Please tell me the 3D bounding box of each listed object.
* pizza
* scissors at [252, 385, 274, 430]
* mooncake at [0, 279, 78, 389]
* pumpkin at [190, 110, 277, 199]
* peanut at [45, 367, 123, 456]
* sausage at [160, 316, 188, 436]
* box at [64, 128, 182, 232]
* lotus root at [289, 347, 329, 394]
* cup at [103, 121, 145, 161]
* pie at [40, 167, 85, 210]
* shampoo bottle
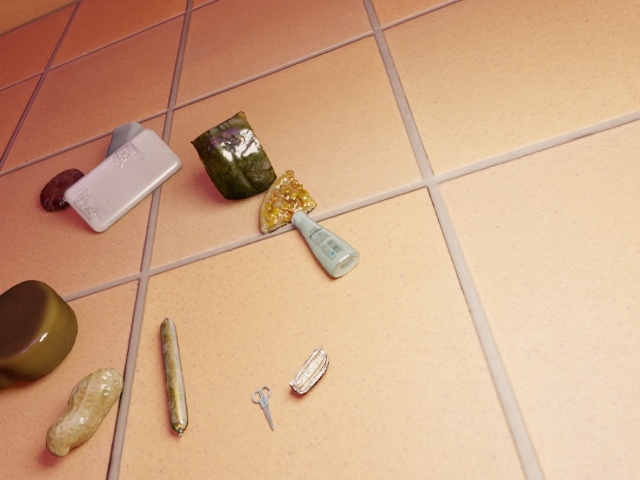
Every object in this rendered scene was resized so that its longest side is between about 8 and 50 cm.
[{"bbox_3d":[-0.072,-0.085,1.214,0.131,0.041,0.178,16,60,33],"label":"pizza"},{"bbox_3d":[-0.091,0.281,0.924,0.036,0.006,0.083,-29,45,2],"label":"scissors"},{"bbox_3d":[-0.634,0.198,1.180,0.234,0.117,0.235,-13,45,13],"label":"mooncake"},{"bbox_3d":[-0.211,-0.220,1.294,0.139,0.190,0.280,-31,44,-1],"label":"pumpkin"},{"bbox_3d":[-0.434,0.310,1.014,0.080,0.080,0.174,13,57,33],"label":"peanut"},{"bbox_3d":[-0.273,0.242,1.027,0.033,0.033,0.269,-26,45,2],"label":"sausage"},{"bbox_3d":[-0.510,-0.158,1.439,0.285,0.044,0.142,-43,88,-15],"label":"box"},{"bbox_3d":[-0.015,0.221,0.925,0.037,0.030,0.083,37,73,12],"label":"lotus root"},{"bbox_3d":[-0.551,-0.251,1.552,0.128,0.095,0.129,-12,49,17],"label":"cup"},{"bbox_3d":[-0.742,-0.146,1.592,0.154,0.036,0.154,-13,47,15],"label":"pie"},{"bbox_3d":[0.000,0.000,1.103,0.069,0.041,0.190,-41,46,-5],"label":"shampoo bottle"}]
